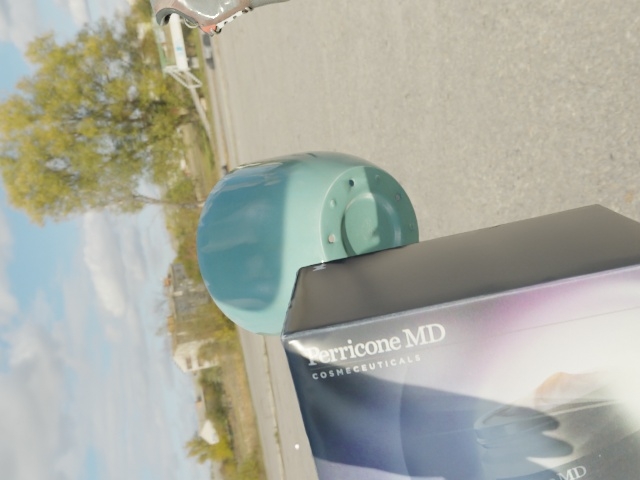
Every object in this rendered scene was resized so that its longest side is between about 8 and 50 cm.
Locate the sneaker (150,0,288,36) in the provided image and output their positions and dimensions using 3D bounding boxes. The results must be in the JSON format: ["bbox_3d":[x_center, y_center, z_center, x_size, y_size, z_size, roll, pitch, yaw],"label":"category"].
[{"bbox_3d":[-0.102,-0.248,0.609,0.061,0.157,0.065,-72,-16,-66],"label":"sneaker"}]

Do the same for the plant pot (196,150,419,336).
[{"bbox_3d":[0.000,0.000,0.859,0.235,0.292,0.293,-9,92,53],"label":"plant pot"}]

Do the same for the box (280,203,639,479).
[{"bbox_3d":[0.145,0.152,0.495,0.183,0.296,0.294,-80,-24,-77],"label":"box"}]
